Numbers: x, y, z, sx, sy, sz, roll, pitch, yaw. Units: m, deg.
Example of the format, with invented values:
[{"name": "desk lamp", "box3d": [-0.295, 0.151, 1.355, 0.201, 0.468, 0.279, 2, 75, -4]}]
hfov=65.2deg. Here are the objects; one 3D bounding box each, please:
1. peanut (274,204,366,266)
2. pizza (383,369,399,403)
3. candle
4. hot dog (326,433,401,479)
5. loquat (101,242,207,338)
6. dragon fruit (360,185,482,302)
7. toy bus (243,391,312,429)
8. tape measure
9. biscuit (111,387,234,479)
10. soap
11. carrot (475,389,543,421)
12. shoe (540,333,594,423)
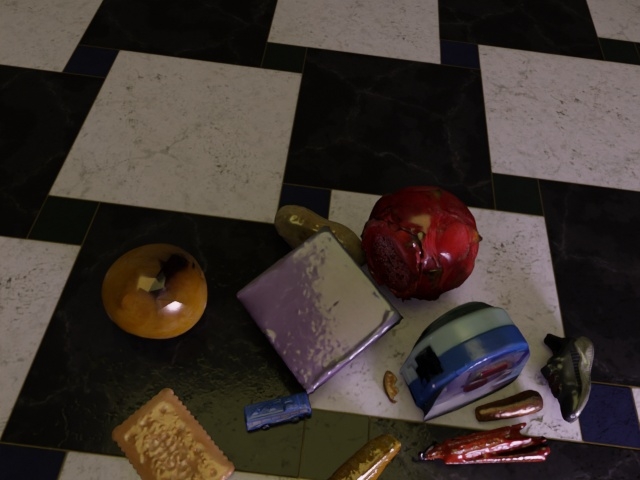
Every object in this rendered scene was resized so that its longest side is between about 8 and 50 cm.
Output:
[{"name": "peanut", "box3d": [0.000, 0.000, 1.343, 0.275, 0.125, 0.111, 27, 38, 4]}, {"name": "pizza", "box3d": [0.169, 0.350, 1.200, 0.037, 0.016, 0.083, -3, 55, -6]}, {"name": "candle", "box3d": [0.363, 0.467, 1.119, 0.302, 0.059, 0.084, -5, 49, -8]}, {"name": "hot dog", "box3d": [0.052, 0.511, 1.056, 0.289, 0.083, 0.068, -31, 47, -22]}, {"name": "loquat", "box3d": [-0.382, 0.118, 1.172, 0.235, 0.235, 0.235, 2, 58, -4]}, {"name": "dragon fruit", "box3d": [0.253, 0.006, 1.269, 0.302, 0.295, 0.295, -7, 52, -50]}, {"name": "toy bus", "box3d": [-0.096, 0.384, 1.128, 0.153, 0.061, 0.051, -11, 54, -10]}, {"name": "tape measure", "box3d": [0.328, 0.262, 1.138, 0.259, 0.262, 0.138, -18, 51, -16]}, {"name": "biscuit", "box3d": [-0.320, 0.455, 1.081, 0.160, 0.030, 0.250, -38, 68, -24]}, {"name": "soap", "box3d": [-0.003, 0.160, 1.191, 0.285, 0.107, 0.296, -36, 74, -4]}, {"name": "carrot", "box3d": [0.445, 0.392, 1.177, 0.162, 0.055, 0.055, -11, 60, -9]}, {"name": "shoe", "box3d": [0.587, 0.323, 1.214, 0.112, 0.099, 0.227, 20, 54, 15]}]
